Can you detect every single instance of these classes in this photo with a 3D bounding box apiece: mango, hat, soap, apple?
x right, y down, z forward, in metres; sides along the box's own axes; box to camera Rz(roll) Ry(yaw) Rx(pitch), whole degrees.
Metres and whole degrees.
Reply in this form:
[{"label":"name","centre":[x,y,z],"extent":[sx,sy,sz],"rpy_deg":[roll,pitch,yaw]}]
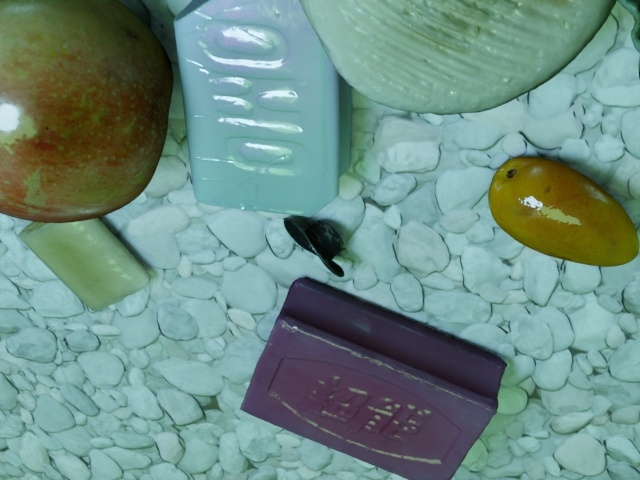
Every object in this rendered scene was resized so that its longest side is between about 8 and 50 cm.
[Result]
[{"label":"mango","centre":[0.324,-0.026,1.327],"extent":[0.217,0.102,0.141],"rpy_deg":[28,135,-4]},{"label":"hat","centre":[0.000,0.000,1.460],"extent":[0.050,0.121,0.121],"rpy_deg":[-47,109,-4]},{"label":"soap","centre":[0.080,0.228,1.572],"extent":[0.360,0.128,0.233],"rpy_deg":[22,129,-1]},{"label":"soap","centre":[-0.069,-0.207,1.285],"extent":[0.208,0.115,0.346],"rpy_deg":[6,128,10]},{"label":"apple","centre":[-0.327,-0.172,1.262],"extent":[0.277,0.319,0.319],"rpy_deg":[2,132,-20]}]

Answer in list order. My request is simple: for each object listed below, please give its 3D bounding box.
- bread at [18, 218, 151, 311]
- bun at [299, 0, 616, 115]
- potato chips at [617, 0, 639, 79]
[{"label":"bread","centre":[-0.368,0.024,1.575],"extent":[0.140,0.060,0.178],"rpy_deg":[-22,118,29]},{"label":"bun","centre":[0.141,-0.319,1.079],"extent":[0.365,0.219,0.365],"rpy_deg":[0,131,0]},{"label":"potato chips","centre":[0.375,-0.363,0.948],"extent":[0.373,0.389,0.097],"rpy_deg":[55,164,-29]}]
